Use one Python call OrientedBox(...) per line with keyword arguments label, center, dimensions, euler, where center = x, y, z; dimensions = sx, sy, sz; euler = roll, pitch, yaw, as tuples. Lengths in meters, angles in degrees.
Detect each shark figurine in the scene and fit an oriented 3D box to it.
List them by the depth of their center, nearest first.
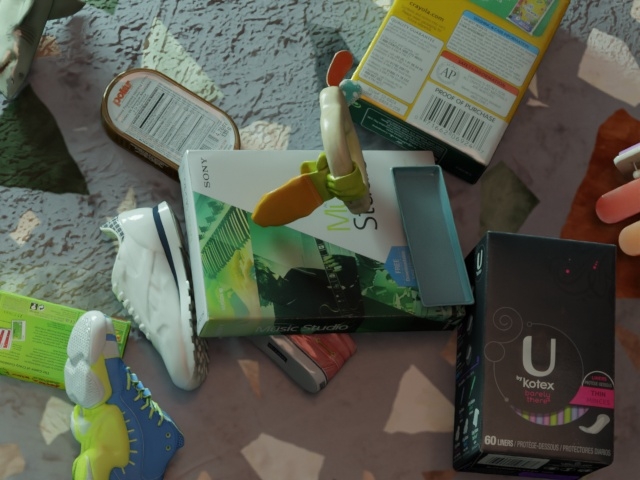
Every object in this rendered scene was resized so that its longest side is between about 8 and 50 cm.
OrientedBox(label="shark figurine", center=(-0.324, -0.321, 1.916), dimensions=(0.116, 0.278, 0.166), euler=(15, 32, -42))

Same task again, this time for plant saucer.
OrientedBox(label="plant saucer", center=(0.132, -0.004, 1.860), dimensions=(0.067, 0.018, 0.192), euler=(-3, 64, -18))

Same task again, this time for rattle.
OrientedBox(label="rattle", center=(-0.013, -0.119, 1.851), dimensions=(0.143, 0.130, 0.199), euler=(-24, 65, 25))

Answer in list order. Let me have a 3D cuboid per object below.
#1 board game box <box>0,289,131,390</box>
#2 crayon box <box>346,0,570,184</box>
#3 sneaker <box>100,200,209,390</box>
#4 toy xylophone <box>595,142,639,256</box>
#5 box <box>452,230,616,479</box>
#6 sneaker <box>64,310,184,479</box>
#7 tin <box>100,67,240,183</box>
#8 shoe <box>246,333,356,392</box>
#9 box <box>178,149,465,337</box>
OrientedBox(label="board game box", center=(-0.323, 0.122, 1.821), dimensions=(0.181, 0.043, 0.092), euler=(14, 72, -4))
OrientedBox(label="crayon box", center=(0.185, -0.260, 1.996), dimensions=(0.203, 0.083, 0.323), euler=(28, 72, 1))
OrientedBox(label="sneaker", center=(-0.196, 0.073, 1.844), dimensions=(0.095, 0.090, 0.235), euler=(-15, 71, -1))
OrientedBox(label="toy xylophone", center=(0.505, -0.001, 1.921), dimensions=(0.236, 0.081, 0.322), euler=(-33, 73, 17))
OrientedBox(label="box", center=(0.256, 0.141, 1.850), dimensions=(0.165, 0.143, 0.270), euler=(6, 72, -7))
OrientedBox(label="sneaker", center=(-0.222, 0.189, 1.766), dimensions=(0.126, 0.091, 0.240), euler=(-6, 111, -26))
OrientedBox(label="tin", center=(-0.187, -0.143, 1.930), dimensions=(0.190, 0.040, 0.106), euler=(31, 67, 2))
OrientedBox(label="shoe", center=(-0.040, 0.098, 1.866), dimensions=(0.178, 0.063, 0.081), euler=(44, 61, 8))
OrientedBox(label="box", center=(0.000, 0.000, 1.860), dimensions=(0.322, 0.058, 0.232), euler=(-2, 62, -16))
